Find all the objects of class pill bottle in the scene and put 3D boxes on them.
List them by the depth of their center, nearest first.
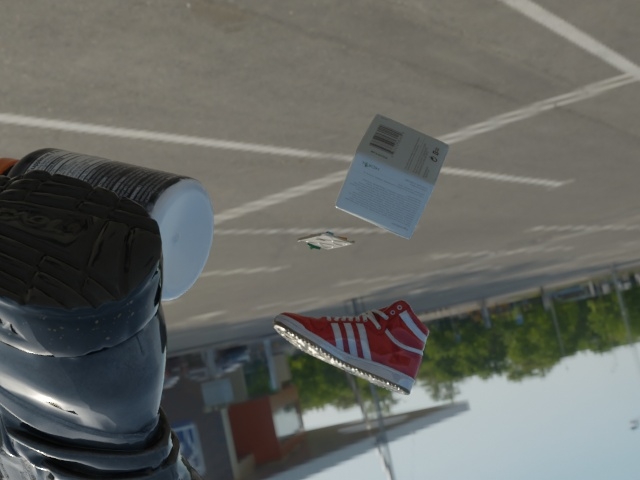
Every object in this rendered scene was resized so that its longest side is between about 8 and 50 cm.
[{"bbox_3d":[-0.246,-0.025,0.983,0.245,0.131,0.130,13,-176,23],"label":"pill bottle"}]

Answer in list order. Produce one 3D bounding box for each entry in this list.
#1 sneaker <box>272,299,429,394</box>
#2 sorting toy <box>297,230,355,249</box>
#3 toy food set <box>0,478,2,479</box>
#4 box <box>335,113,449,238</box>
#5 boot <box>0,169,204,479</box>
[{"bbox_3d":[0.027,0.066,0.718,0.118,0.067,0.042,26,166,-4],"label":"sneaker"},{"bbox_3d":[0.000,0.000,1.281,0.062,0.012,0.083,14,164,-35],"label":"sorting toy"},{"bbox_3d":[-0.348,0.237,1.068,0.019,0.078,0.122,-9,-153,21],"label":"toy food set"},{"bbox_3d":[0.086,-0.077,1.107,0.101,0.102,0.087,-62,176,-52],"label":"box"},{"bbox_3d":[-0.212,0.046,0.549,0.338,0.223,0.118,30,-131,32],"label":"boot"}]
